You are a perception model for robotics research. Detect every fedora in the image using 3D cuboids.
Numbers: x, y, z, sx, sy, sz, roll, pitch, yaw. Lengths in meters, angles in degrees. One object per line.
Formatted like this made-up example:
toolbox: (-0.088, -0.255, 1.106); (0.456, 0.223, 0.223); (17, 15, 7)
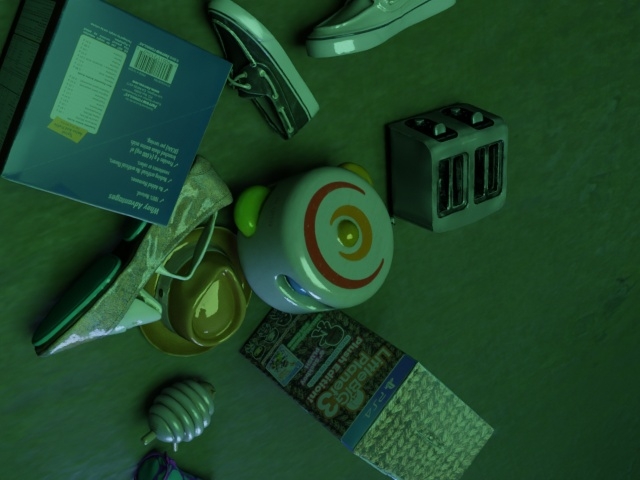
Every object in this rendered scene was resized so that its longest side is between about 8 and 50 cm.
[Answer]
fedora: (-0.155, 0.079, 1.083); (0.194, 0.079, 0.194); (-15, 117, -32)

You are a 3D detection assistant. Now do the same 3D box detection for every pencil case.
pencil case: (-0.203, 0.369, 1.180); (0.070, 0.064, 0.151); (-41, 130, 4)

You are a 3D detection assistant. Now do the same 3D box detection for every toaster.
toaster: (0.195, -0.108, 1.247); (0.168, 0.110, 0.185); (-19, 120, -29)

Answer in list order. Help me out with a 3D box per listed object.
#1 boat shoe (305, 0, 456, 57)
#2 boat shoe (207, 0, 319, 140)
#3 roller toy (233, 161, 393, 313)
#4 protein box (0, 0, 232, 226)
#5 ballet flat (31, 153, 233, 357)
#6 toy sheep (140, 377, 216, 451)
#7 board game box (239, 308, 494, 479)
boat shoe: (0.082, -0.326, 1.080); (0.268, 0.096, 0.088); (-30, 120, -25)
boat shoe: (-0.080, -0.213, 1.016); (0.070, 0.078, 0.219); (-51, 132, -10)
roller toy: (0.000, 0.000, 1.083); (0.209, 0.146, 0.191); (-17, 92, -40)
protein box: (-0.243, -0.149, 0.881); (0.200, 0.136, 0.201); (18, 97, -41)
ballet flat: (-0.219, 0.037, 0.990); (0.106, 0.107, 0.316); (41, 83, -25)
toy sheep: (-0.198, 0.244, 1.118); (0.132, 0.091, 0.091); (-42, 131, -39)
board game box: (0.063, 0.220, 1.168); (0.141, 0.291, 0.232); (-53, 131, -7)
